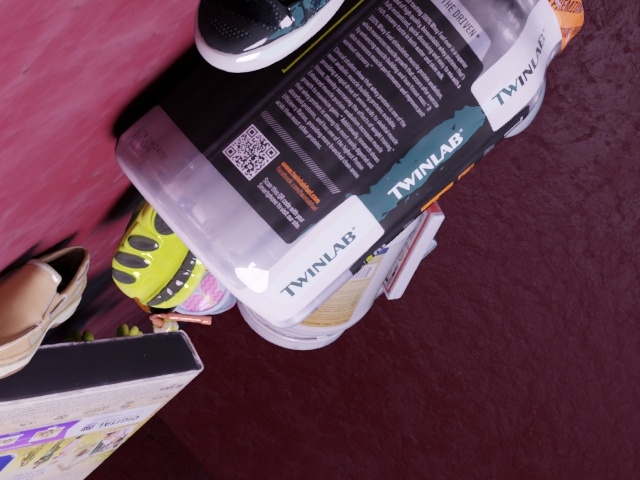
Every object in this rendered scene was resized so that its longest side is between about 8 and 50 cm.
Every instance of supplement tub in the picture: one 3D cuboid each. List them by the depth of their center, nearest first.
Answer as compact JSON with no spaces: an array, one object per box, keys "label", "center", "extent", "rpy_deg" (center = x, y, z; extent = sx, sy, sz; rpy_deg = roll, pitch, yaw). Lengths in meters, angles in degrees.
[{"label":"supplement tub","center":[0.025,-0.104,0.743],"extent":[0.316,0.193,0.193],"rpy_deg":[-42,179,0]},{"label":"supplement tub","center":[0.000,0.000,1.511],"extent":[0.228,0.228,0.316],"rpy_deg":[-42,165,-39]}]

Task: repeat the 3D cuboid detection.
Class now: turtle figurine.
[{"label":"turtle figurine","center":[-0.276,0.156,1.370],"extent":[0.270,0.087,0.217],"rpy_deg":[-20,-176,-10]}]

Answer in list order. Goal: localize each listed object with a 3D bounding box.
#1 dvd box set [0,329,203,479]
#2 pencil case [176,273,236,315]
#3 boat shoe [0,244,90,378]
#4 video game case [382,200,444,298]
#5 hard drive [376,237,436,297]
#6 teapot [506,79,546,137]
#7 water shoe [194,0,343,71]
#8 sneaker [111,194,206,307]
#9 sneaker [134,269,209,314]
[{"label":"dvd box set","center":[-0.367,0.248,1.154],"extent":[0.308,0.062,0.420],"rpy_deg":[-2,146,-50]},{"label":"pencil case","center":[-0.199,0.069,1.706],"extent":[0.124,0.113,0.273],"rpy_deg":[-4,177,-3]},{"label":"boat shoe","center":[-0.241,0.046,0.828],"extent":[0.072,0.068,0.190],"rpy_deg":[-56,-176,20]},{"label":"video game case","center":[0.095,-0.080,1.592],"extent":[0.025,0.285,0.204],"rpy_deg":[-6,144,-24]},{"label":"hard drive","center":[0.056,-0.053,1.776],"extent":[0.233,0.047,0.353],"rpy_deg":[-43,-138,24]},{"label":"teapot","center":[0.277,-0.307,1.735],"extent":[0.256,0.253,0.187],"rpy_deg":[-65,175,-52]},{"label":"water shoe","center":[-0.002,-0.181,0.543],"extent":[0.203,0.073,0.080],"rpy_deg":[-46,157,1]},{"label":"sneaker","center":[-0.094,-0.070,0.921],"extent":[0.295,0.109,0.123],"rpy_deg":[-46,-157,24]},{"label":"sneaker","center":[-0.152,-0.005,1.367],"extent":[0.262,0.099,0.121],"rpy_deg":[-34,-169,34]}]
